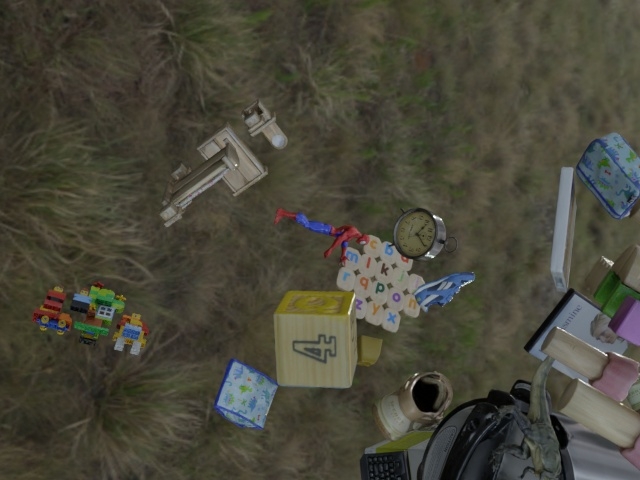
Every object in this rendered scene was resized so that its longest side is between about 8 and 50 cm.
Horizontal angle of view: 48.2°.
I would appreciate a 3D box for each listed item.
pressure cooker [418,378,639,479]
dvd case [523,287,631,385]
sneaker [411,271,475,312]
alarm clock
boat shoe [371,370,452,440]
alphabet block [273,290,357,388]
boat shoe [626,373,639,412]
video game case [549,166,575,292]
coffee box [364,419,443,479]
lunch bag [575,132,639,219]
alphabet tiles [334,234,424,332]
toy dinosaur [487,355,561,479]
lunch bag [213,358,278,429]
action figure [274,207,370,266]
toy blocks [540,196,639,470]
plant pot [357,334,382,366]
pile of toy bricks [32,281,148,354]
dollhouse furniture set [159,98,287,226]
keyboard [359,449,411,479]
[{"bbox_3d":[0.404,0.502,1.430,0.420,0.375,0.370,20,45,-31],"label":"pressure cooker"},{"bbox_3d":[0.621,0.238,1.697,0.253,0.022,0.180,30,101,-25],"label":"dvd case"},{"bbox_3d":[0.276,0.111,1.574,0.053,0.144,0.059,59,9,-71],"label":"sneaker"},{"bbox_3d":[0.263,-0.008,1.777,0.064,0.192,0.130,15,94,-46],"label":"alarm clock"},{"bbox_3d":[0.235,0.351,1.580,0.122,0.110,0.341,58,25,12],"label":"boat shoe"},{"bbox_3d":[-0.008,0.250,1.845,0.192,0.193,0.197,-63,152,-75],"label":"alphabet block"},{"bbox_3d":[0.770,0.316,1.602,0.285,0.104,0.089,-4,58,-45],"label":"boat shoe"},{"bbox_3d":[0.501,-0.013,1.472,0.285,0.025,0.204,31,67,-66],"label":"video game case"},{"bbox_3d":[0.376,0.707,2.008,0.338,0.334,0.338,-4,83,-46],"label":"coffee box"},{"bbox_3d":[0.839,-0.179,2.043,0.219,0.090,0.176,60,-19,21],"label":"lunch bag"},{"bbox_3d":[0.183,0.130,2.182,0.284,0.021,0.278,22,62,-14],"label":"alphabet tiles"},{"bbox_3d":[0.329,0.310,1.135,0.064,0.118,0.268,127,-38,-77],"label":"toy dinosaur"},{"bbox_3d":[-0.194,0.380,1.769,0.151,0.096,0.129,45,52,-43],"label":"lunch bag"},{"bbox_3d":[0.000,0.000,2.081,0.091,0.280,0.139,-80,-179,-83],"label":"action figure"},{"bbox_3d":[0.456,0.112,0.834,0.309,0.260,0.288,-62,173,14],"label":"toy blocks"},{"bbox_3d":[0.151,0.372,2.382,0.081,0.081,0.083,14,63,-21],"label":"plant pot"},{"bbox_3d":[-0.425,0.128,1.364,0.212,0.118,0.105,17,44,-15],"label":"pile of toy bricks"},{"bbox_3d":[-0.214,-0.156,1.784,0.174,0.303,0.356,50,14,-24],"label":"dollhouse furniture set"},{"bbox_3d":[0.204,0.662,1.694,0.033,0.201,0.318,38,44,-73],"label":"keyboard"}]
